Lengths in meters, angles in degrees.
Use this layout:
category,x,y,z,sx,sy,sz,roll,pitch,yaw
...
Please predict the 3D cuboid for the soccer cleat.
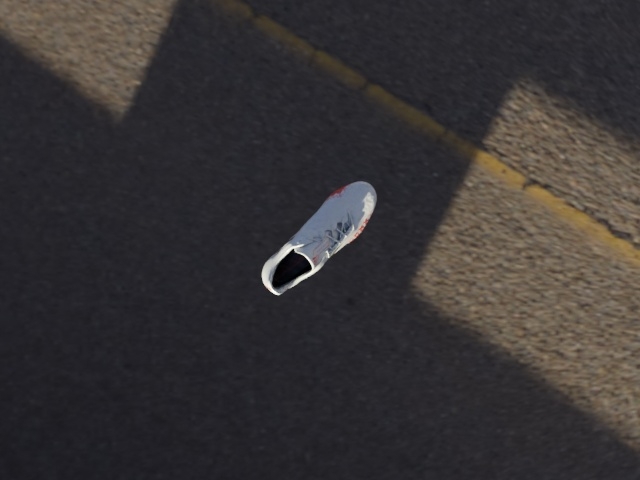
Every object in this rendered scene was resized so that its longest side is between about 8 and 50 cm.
category,x,y,z,sx,sy,sz,roll,pitch,yaw
soccer cleat,0.000,0.000,0.726,0.083,0.035,0.029,-41,102,8
